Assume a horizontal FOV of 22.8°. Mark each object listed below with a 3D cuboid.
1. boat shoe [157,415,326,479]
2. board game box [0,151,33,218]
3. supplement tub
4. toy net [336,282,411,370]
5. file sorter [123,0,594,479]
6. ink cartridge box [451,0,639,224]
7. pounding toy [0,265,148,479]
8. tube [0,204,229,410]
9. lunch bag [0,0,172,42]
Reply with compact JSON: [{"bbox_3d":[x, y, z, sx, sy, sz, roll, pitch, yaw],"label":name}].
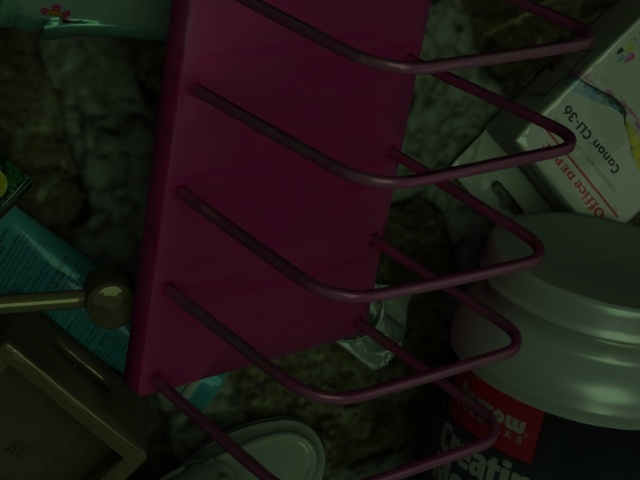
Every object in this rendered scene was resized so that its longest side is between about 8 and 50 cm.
[{"bbox_3d":[-0.090,0.201,1.105,0.267,0.088,0.096,-25,88,-33],"label":"boat shoe"},{"bbox_3d":[-0.323,0.012,1.025,0.136,0.030,0.259,41,72,0],"label":"board game box"},{"bbox_3d":[0.173,0.136,1.130,0.191,0.191,0.272,4,113,-16],"label":"supplement tub"},{"bbox_3d":[0.000,0.000,1.156,0.122,0.045,0.232,-22,106,-10],"label":"toy net"},{"bbox_3d":[0.027,-0.016,0.973,0.202,0.182,0.290,-13,123,-40],"label":"file sorter"},{"bbox_3d":[0.208,-0.079,1.185,0.198,0.067,0.115,-44,109,-3],"label":"ink cartridge box"},{"bbox_3d":[-0.198,0.086,1.076,0.206,0.094,0.181,-43,110,12],"label":"pounding toy"},{"bbox_3d":[-0.161,0.050,1.124,0.207,0.052,0.080,31,91,-14],"label":"tube"},{"bbox_3d":[-0.098,-0.255,1.021,0.223,0.160,0.262,3,95,-17],"label":"lunch bag"}]
